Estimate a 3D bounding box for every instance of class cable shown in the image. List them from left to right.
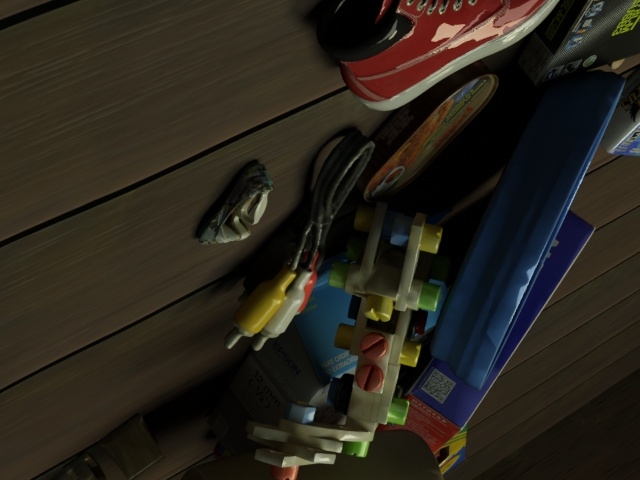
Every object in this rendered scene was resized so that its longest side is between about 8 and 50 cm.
[{"bbox_3d":[0.000,0.000,1.656,0.139,0.072,0.287,-24,157,-53],"label":"cable"}]

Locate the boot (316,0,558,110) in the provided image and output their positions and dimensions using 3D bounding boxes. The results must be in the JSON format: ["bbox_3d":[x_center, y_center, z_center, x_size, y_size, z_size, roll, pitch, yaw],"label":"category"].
[{"bbox_3d":[0.112,-0.215,1.336,0.244,0.088,0.176,-36,161,3],"label":"boot"}]

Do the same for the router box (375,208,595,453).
[{"bbox_3d":[0.208,0.130,2.131,0.335,0.082,0.301,-54,177,-21],"label":"router box"}]

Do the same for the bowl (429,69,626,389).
[{"bbox_3d":[0.231,-0.020,1.814,0.391,0.077,0.391,-63,172,-17],"label":"bowl"}]

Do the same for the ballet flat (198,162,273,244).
[{"bbox_3d":[-0.078,-0.023,1.498,0.041,0.041,0.114,-18,153,-48],"label":"ballet flat"}]

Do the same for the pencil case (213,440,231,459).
[{"bbox_3d":[-0.039,0.337,2.143,0.104,0.236,0.104,-35,-160,15],"label":"pencil case"}]

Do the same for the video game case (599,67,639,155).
[{"bbox_3d":[0.498,-0.215,2.135,0.244,0.061,0.269,-48,160,22],"label":"video game case"}]

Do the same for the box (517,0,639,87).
[{"bbox_3d":[0.316,-0.255,1.673,0.184,0.045,0.190,-17,152,-32],"label":"box"}]

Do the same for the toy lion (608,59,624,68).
[{"bbox_3d":[0.355,-0.248,1.824,0.100,0.034,0.096,-32,154,-21],"label":"toy lion"}]

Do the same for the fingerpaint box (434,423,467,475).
[{"bbox_3d":[0.007,0.367,2.417,0.445,0.163,0.371,-36,162,-9],"label":"fingerpaint box"}]

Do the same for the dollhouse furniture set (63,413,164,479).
[{"bbox_3d":[-0.222,0.318,1.866,0.144,0.151,0.123,-34,162,-9],"label":"dollhouse furniture set"}]

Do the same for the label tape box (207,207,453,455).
[{"bbox_3d":[0.034,0.130,1.979,0.249,0.115,0.347,-24,158,-40],"label":"label tape box"}]

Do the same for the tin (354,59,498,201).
[{"bbox_3d":[0.105,-0.115,1.642,0.189,0.040,0.106,-47,157,24],"label":"tin"}]

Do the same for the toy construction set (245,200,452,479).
[{"bbox_3d":[0.048,0.121,1.748,0.327,0.151,0.215,-63,174,2],"label":"toy construction set"}]

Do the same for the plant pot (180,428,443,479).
[{"bbox_3d":[-0.030,0.341,1.893,0.274,0.256,0.256,8,139,-24],"label":"plant pot"}]
